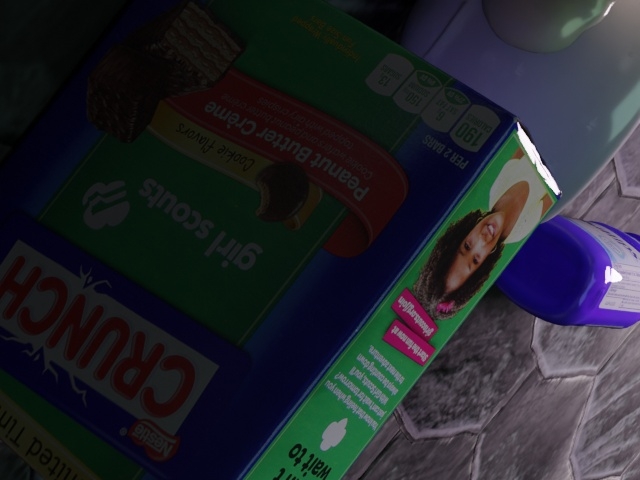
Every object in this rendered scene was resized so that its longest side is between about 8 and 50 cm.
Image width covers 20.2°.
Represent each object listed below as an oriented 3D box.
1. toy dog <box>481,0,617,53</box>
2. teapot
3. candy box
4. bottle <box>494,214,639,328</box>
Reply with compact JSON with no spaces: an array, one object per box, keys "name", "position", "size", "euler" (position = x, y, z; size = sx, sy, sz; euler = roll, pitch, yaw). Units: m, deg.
[{"name":"toy dog","position":[0.189,-0.352,1.030],"size":[0.408,0.284,0.395],"euler":[46,52,-56]},{"name":"teapot","position":[0.146,-0.153,1.307],"size":[0.252,0.187,0.256],"euler":[-52,-175,36]},{"name":"candy box","position":[-0.063,0.012,1.056],"size":[0.317,0.268,0.122],"euler":[-53,149,-4]},{"name":"bottle","position":[0.270,0.033,1.749],"size":[0.283,0.118,0.092],"euler":[8,113,-58]}]
